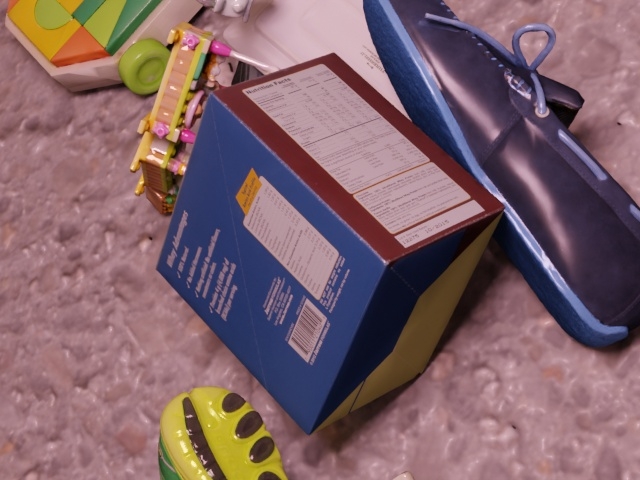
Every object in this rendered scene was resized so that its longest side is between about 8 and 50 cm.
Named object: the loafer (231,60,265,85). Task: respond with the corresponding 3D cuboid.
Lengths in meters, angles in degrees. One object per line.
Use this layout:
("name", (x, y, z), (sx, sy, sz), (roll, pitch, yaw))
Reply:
("loafer", (-0.032, -0.202, 1.361), (0.096, 0.084, 0.267), (136, 144, -64))

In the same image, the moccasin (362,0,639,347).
("moccasin", (0.160, -0.078, 1.142), (0.117, 0.138, 0.342), (-33, 84, -6))

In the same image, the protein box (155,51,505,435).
("protein box", (0.000, 0.000, 1.129), (0.201, 0.136, 0.200), (45, 136, 25))

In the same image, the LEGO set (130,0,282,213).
("LEGO set", (-0.093, -0.095, 1.256), (0.107, 0.287, 0.132), (21, 41, 1))

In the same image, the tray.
("tray", (0.052, -0.154, 1.251), (0.270, 0.030, 0.145), (42, 86, 17))

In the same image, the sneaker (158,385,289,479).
("sneaker", (-0.053, 0.262, 1.155), (0.109, 0.123, 0.295), (-13, 70, -24))

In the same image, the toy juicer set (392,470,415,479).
("toy juicer set", (0.025, 0.355, 1.019), (0.209, 0.089, 0.329), (43, 87, 2))

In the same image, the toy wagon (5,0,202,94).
("toy wagon", (-0.180, -0.317, 1.491), (0.344, 0.068, 0.267), (-48, 55, 4))
